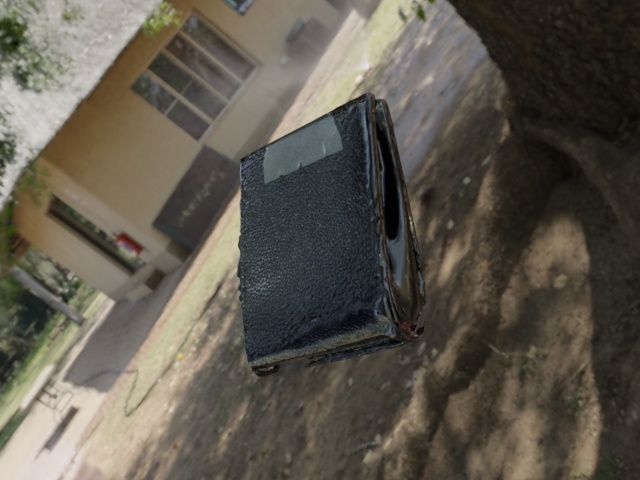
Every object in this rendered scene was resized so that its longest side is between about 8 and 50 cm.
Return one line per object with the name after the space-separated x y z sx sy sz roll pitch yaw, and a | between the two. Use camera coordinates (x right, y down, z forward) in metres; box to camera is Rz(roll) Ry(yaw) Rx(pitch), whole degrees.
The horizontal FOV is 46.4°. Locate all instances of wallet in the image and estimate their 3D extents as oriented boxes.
0.000 0.000 0.802 0.220 0.071 0.263 -22 69 42 | wallet
